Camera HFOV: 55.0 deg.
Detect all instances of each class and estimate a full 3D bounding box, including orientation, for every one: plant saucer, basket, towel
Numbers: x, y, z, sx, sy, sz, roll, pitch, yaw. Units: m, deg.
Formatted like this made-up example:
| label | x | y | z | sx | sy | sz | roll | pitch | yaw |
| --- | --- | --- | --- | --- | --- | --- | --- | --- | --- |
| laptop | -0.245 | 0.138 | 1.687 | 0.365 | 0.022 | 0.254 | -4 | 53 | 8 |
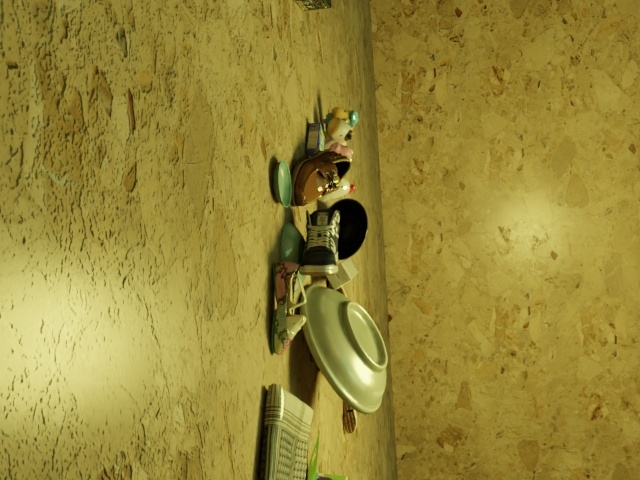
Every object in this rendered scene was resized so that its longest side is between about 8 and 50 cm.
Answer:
| label | x | y | z | sx | sy | sz | roll | pitch | yaw |
| --- | --- | --- | --- | --- | --- | --- | --- | --- | --- |
| plant saucer | 0.095 | 0.287 | 1.750 | 0.400 | 0.101 | 0.400 | 50 | 20 | -27 |
| plant saucer | -0.097 | -0.141 | 1.528 | 0.119 | 0.021 | 0.119 | -4 | 90 | -78 |
| plant saucer | -0.063 | 0.046 | 1.616 | 0.195 | 0.038 | 0.194 | -2 | 90 | -78 |
| basket | 0.087 | -0.031 | 2.081 | 0.227 | 0.154 | 0.204 | 20 | 88 | -82 |
| towel | -0.073 | 0.520 | 1.416 | 0.324 | 0.056 | 0.311 | 67 | 23 | -60 |

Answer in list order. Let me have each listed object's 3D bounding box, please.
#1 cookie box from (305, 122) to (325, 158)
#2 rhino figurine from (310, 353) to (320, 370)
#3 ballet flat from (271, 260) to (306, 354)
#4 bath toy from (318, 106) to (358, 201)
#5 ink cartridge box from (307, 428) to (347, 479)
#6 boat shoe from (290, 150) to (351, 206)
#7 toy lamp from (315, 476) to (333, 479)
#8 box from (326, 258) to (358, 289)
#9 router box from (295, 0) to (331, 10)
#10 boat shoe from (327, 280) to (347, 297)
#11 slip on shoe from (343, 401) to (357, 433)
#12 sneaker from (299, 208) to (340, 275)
| label | x | y | z | sx | sy | sz | roll | pitch | yaw |
| --- | --- | --- | --- | --- | --- | --- | --- | --- | --- |
| cookie box | -0.014 | -0.296 | 1.911 | 0.091 | 0.040 | 0.107 | 69 | 22 | -57 |
| rhino figurine | 0.046 | 0.370 | 1.882 | 0.243 | 0.107 | 0.073 | 63 | 28 | -63 |
| ballet flat | -0.073 | 0.156 | 1.438 | 0.077 | 0.079 | 0.221 | 49 | 40 | -73 |
| bath toy | 0.056 | -0.278 | 2.009 | 0.151 | 0.129 | 0.348 | 81 | 13 | -55 |
| ink cartridge box | 0.018 | 0.660 | 1.620 | 0.189 | 0.097 | 0.255 | -35 | 130 | -80 |
| boat shoe | 0.004 | -0.185 | 1.745 | 0.307 | 0.105 | 0.110 | -57 | 150 | -54 |
| toy lamp | -0.007 | 0.713 | 1.495 | 0.080 | 0.080 | 0.274 | -29 | 127 | -77 |
| box | 0.073 | 0.104 | 2.004 | 0.067 | 0.063 | 0.324 | 58 | 7 | 2 |
| router box | -0.023 | -0.727 | 1.843 | 0.122 | 0.092 | 0.038 | -24 | 110 | -78 |
| boat shoe | 0.067 | 0.203 | 2.136 | 0.072 | 0.068 | 0.189 | -95 | 176 | -59 |
| slip on shoe | 0.109 | 0.640 | 2.265 | 0.041 | 0.052 | 0.135 | 31 | 49 | -73 |
| sneaker | 0.000 | 0.000 | 1.580 | 0.282 | 0.099 | 0.153 | -60 | 151 | -81 |
